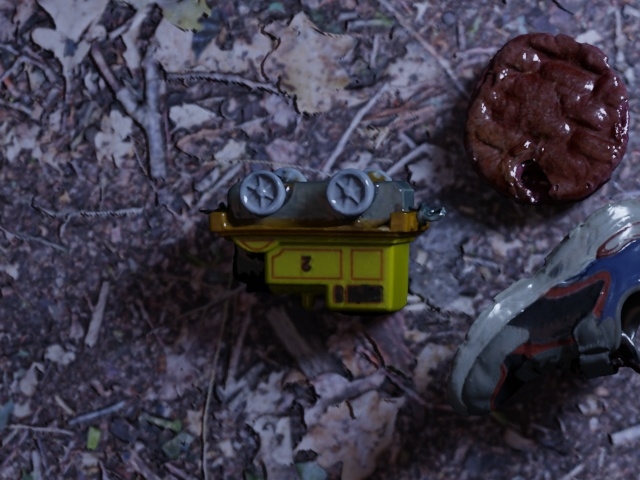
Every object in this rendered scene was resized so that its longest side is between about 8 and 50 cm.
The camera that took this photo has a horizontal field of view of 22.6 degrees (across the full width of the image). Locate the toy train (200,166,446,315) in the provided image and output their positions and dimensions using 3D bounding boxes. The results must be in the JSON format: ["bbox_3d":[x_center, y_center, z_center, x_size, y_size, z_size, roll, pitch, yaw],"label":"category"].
[{"bbox_3d":[0.000,0.000,1.381,0.219,0.089,0.127,1,92,16],"label":"toy train"}]

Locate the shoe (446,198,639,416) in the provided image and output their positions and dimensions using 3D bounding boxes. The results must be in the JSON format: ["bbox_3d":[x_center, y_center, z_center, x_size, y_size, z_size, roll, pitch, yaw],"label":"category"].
[{"bbox_3d":[0.210,0.078,1.297,0.227,0.099,0.125,-46,69,1],"label":"shoe"}]

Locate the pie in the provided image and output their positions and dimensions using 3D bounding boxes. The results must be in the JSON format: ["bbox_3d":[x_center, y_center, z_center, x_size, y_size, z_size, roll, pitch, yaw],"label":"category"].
[{"bbox_3d":[0.193,-0.101,1.364,0.153,0.038,0.154,-3,78,15],"label":"pie"}]
